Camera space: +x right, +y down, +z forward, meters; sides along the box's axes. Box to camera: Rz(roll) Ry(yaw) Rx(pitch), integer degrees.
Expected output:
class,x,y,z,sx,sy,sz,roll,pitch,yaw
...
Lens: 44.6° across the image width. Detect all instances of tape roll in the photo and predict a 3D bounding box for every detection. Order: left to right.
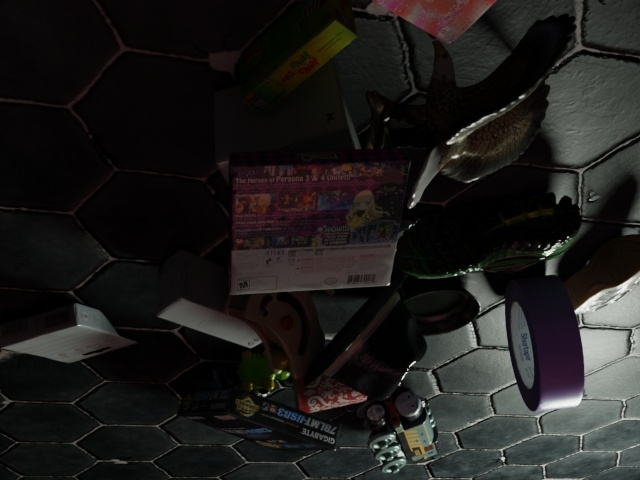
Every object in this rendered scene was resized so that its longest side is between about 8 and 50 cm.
class,x,y,z,sx,sy,sz,roll,pitch,yaw
tape roll,0.458,0.211,1.617,0.090,0.274,0.274,-8,144,2

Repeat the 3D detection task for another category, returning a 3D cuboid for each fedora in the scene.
class,x,y,z,sx,sy,sz,roll,pitch,yaw
fedora,0.112,0.210,1.527,0.152,0.334,0.334,41,135,4

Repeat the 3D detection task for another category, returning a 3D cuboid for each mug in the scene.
class,x,y,z,sx,sy,sz,roll,pitch,yaw
mug,0.019,0.350,1.908,0.169,0.150,0.113,-8,108,-5

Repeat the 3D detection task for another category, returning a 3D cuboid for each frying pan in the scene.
class,x,y,z,sx,sy,sz,roll,pitch,yaw
frying pan,0.253,0.186,1.741,0.197,0.053,0.326,-8,146,2

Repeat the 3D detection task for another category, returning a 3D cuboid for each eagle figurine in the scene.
class,x,y,z,sx,sy,sz,roll,pitch,yaw
eagle figurine,0.213,-0.187,1.106,0.299,0.226,0.225,-8,113,0

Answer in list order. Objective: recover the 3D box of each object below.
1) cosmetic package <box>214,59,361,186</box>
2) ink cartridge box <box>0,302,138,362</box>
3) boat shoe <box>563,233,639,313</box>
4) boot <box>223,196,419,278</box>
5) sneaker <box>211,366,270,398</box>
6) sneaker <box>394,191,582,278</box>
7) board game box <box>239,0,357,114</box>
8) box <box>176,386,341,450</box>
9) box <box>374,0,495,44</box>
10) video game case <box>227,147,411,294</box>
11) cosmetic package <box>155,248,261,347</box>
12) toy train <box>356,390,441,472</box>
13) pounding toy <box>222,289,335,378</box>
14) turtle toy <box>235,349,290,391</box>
class,x,y,z,sx,sy,sz,roll,pitch,yaw
cosmetic package,-0.019,-0.085,1.243,0.197,0.155,0.365,-12,142,7
ink cartridge box,-0.531,0.199,1.657,0.189,0.066,0.232,-17,163,14
boat shoe,0.609,0.072,1.609,0.096,0.098,0.277,7,151,-18
boot,0.000,0.000,1.151,0.207,0.094,0.246,22,126,-31
sneaker,-0.192,0.342,1.886,0.078,0.067,0.188,-42,133,11
sneaker,0.308,0.020,1.456,0.344,0.134,0.146,-8,149,6
board game box,-0.034,-0.261,1.054,0.181,0.092,0.043,-34,135,32
box,-0.152,0.428,1.857,0.293,0.073,0.296,25,155,-26
box,0.182,-0.389,0.863,0.142,0.154,0.300,19,138,-31
video game case,-0.008,-0.023,1.041,0.232,0.041,0.210,-3,127,-11
cosmetic package,-0.202,0.117,1.523,0.231,0.117,0.085,26,132,-38
toy train,0.219,0.514,2.122,0.190,0.142,0.334,-22,141,0
pounding toy,-0.070,0.135,1.448,0.155,0.154,0.269,4,118,48
turtle toy,-0.133,0.305,1.820,0.130,0.095,0.066,0,165,-7
